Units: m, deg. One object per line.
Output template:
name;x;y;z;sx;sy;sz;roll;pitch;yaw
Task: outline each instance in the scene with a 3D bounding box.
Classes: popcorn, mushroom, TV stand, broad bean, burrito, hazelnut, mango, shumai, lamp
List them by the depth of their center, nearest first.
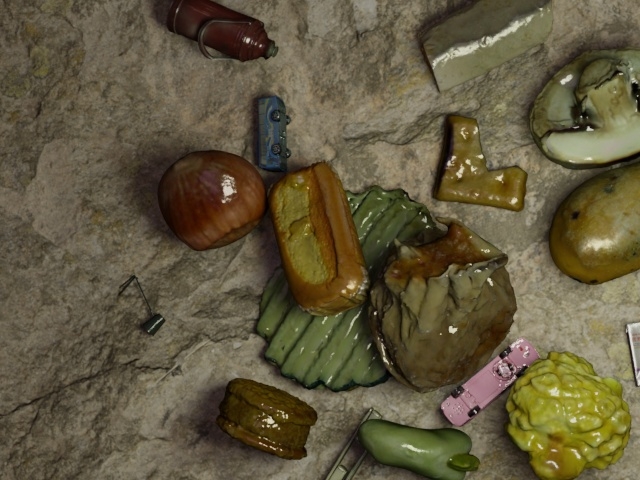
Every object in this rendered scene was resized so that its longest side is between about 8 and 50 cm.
shumai;0.222;0.107;1.729;0.267;0.262;0.314;20;78;1
popcorn;0.424;0.327;1.746;0.205;0.237;0.252;29;118;29
broad bean;0.176;0.378;1.805;0.227;0.169;0.100;10;81;2
mango;0.563;-0.043;1.811;0.329;0.175;0.177;-24;109;-14
mushroom;0.522;-0.253;1.838;0.267;0.189;0.164;-41;31;26
TV stand;0.046;0.432;1.889;0.042;0.036;0.249;32;88;12
burrito;0.333;-0.412;1.932;0.299;0.105;0.143;-29;73;7
hazelnut;-0.212;-0.085;1.936;0.214;0.214;0.176;-29;36;5
lamp;-0.355;0.130;2.013;0.054;0.041;0.121;-41;79;-6

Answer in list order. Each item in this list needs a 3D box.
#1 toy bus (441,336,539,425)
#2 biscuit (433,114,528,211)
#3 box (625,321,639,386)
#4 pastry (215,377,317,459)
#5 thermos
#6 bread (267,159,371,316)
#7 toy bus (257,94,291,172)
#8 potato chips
toy bus;0.312;0.261;1.838;0.203;0.090;0.063;-40;73;3
biscuit;0.315;-0.145;1.928;0.183;0.039;0.174;13;82;12
box;0.589;0.206;1.822;0.050;0.036;0.117;-10;80;8
pastry;-0.098;0.331;1.863;0.188;0.189;0.103;21;89;13
thermos;-0.189;-0.429;2.039;0.232;0.099;0.124;24;48;12
bread;0.000;0.000;1.871;0.152;0.119;0.288;-22;65;15
toy bus;-0.095;-0.212;2.009;0.061;0.051;0.153;-5;81;22
potato chips;0.078;0.106;1.920;0.358;0.070;0.429;34;86;18
